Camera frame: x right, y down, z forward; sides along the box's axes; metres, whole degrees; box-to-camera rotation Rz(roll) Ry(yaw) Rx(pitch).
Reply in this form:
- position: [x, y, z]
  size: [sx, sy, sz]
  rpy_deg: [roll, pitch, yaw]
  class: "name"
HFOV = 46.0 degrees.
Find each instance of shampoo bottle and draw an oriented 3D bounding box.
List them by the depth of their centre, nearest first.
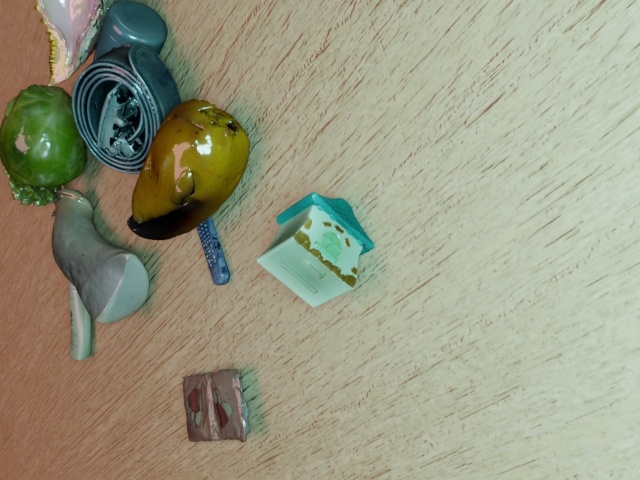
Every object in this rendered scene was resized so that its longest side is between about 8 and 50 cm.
- position: [-0.594, 0.187, 1.860]
  size: [0.072, 0.049, 0.212]
  rpy_deg: [11, 103, 52]
  class: "shampoo bottle"

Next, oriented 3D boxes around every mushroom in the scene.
- position: [-0.517, 0.024, 1.699]
  size: [0.397, 0.126, 0.177]
  rpy_deg: [36, 111, 41]
  class: "mushroom"

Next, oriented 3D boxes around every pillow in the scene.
- position: [-0.198, 0.314, 1.429]
  size: [0.248, 0.049, 0.135]
  rpy_deg: [-21, 78, 52]
  class: "pillow"

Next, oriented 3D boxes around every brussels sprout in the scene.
- position: [-0.637, -0.239, 1.741]
  size: [0.244, 0.244, 0.244]
  rpy_deg: [8, 101, 48]
  class: "brussels sprout"

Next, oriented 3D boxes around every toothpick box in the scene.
- position: [-0.389, -0.374, 1.505]
  size: [0.184, 0.120, 0.120]
  rpy_deg: [-49, 59, 43]
  class: "toothpick box"

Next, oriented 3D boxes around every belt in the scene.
- position: [-0.367, -0.252, 1.434]
  size: [0.206, 0.116, 0.267]
  rpy_deg: [25, 132, 11]
  class: "belt"

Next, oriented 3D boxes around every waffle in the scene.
- position: [-0.704, -0.172, 1.855]
  size: [0.036, 0.169, 0.183]
  rpy_deg: [-13, 95, 32]
  class: "waffle"

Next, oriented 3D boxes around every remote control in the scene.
- position: [-0.203, 0.013, 1.412]
  size: [0.043, 0.027, 0.152]
  rpy_deg: [-43, 61, 49]
  class: "remote control"

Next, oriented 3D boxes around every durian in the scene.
- position: [-0.475, -0.477, 1.549]
  size: [0.186, 0.195, 0.305]
  rpy_deg: [33, 124, 7]
  class: "durian"

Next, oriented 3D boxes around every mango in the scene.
- position: [-0.234, -0.124, 1.328]
  size: [0.287, 0.153, 0.201]
  rpy_deg: [-41, 62, 40]
  class: "mango"

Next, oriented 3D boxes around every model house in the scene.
- position: [0.000, 0.000, 1.109]
  size: [0.127, 0.149, 0.100]
  rpy_deg: [40, 137, -18]
  class: "model house"
